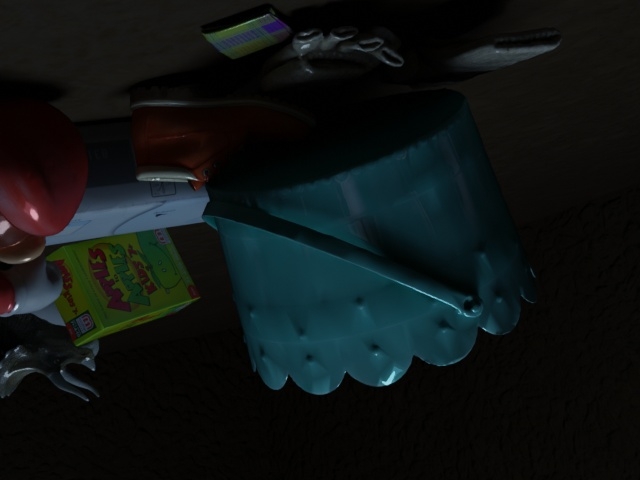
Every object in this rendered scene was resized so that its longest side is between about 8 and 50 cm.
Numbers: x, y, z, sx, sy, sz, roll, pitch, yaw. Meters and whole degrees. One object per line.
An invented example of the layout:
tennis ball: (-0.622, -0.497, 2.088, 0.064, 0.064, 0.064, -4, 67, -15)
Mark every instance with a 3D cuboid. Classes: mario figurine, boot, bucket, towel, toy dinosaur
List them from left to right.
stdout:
mario figurine: (-0.326, -0.001, 1.051, 0.320, 0.170, 0.198, -36, 155, -14)
toy dinosaur: (-0.368, 0.086, 1.427, 0.121, 0.160, 0.313, -9, -173, -43)
boot: (-0.082, -0.081, 1.131, 0.157, 0.085, 0.059, 1, 171, -5)
towel: (-0.054, -0.160, 1.038, 0.060, 0.009, 0.083, -17, 172, 12)
bucket: (0.037, -0.007, 1.179, 0.281, 0.183, 0.281, -18, -164, 5)

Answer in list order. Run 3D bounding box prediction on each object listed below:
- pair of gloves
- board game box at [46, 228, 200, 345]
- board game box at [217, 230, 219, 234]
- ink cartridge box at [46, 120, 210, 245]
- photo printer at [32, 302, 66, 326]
pair of gloves: (0.060, -0.156, 1.147, 0.240, 0.042, 0.204, -7, 179, -18)
board game box: (-0.205, 0.043, 1.390, 0.043, 0.092, 0.181, -30, 174, 26)
board game box: (0.000, 0.000, 1.444, 0.193, 0.053, 0.305, -15, -142, -10)
ink cartridge box: (-0.238, -0.026, 1.373, 0.308, 0.091, 0.385, -10, 170, -35)
photo printer: (-0.492, 0.121, 1.908, 0.256, 0.107, 0.307, -16, 173, 12)
